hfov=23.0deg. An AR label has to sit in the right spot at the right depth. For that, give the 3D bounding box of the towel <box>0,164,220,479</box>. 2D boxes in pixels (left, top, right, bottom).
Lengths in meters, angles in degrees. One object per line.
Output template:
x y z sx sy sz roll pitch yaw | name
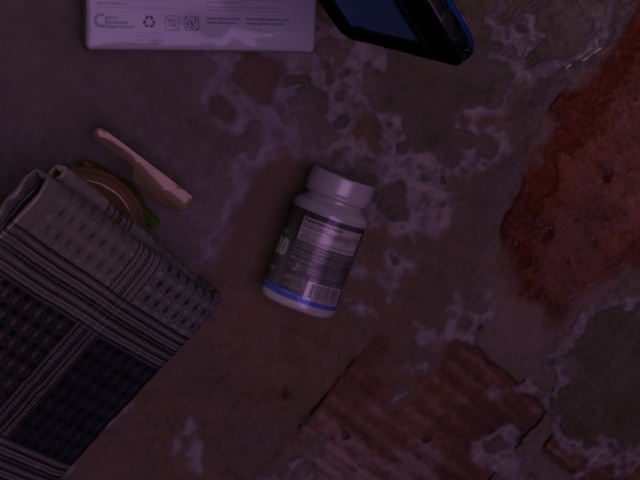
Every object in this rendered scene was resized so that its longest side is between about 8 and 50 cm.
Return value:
-0.268 0.099 1.408 0.312 0.056 0.324 -47 148 0 | towel

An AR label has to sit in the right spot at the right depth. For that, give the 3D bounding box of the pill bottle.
0.000 0.000 1.535 0.078 0.078 0.137 18 96 -21 | pill bottle

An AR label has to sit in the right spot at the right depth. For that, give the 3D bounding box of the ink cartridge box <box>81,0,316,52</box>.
-0.110 -0.286 1.450 0.223 0.045 0.224 -1 102 -19 | ink cartridge box

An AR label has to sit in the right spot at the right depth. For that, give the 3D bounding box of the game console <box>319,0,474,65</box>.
-0.046 -0.222 1.303 0.173 0.293 0.250 -37 111 -8 | game console

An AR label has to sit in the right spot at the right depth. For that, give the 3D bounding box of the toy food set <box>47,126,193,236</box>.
-0.224 -0.009 1.486 0.132 0.038 0.192 40 99 -17 | toy food set
